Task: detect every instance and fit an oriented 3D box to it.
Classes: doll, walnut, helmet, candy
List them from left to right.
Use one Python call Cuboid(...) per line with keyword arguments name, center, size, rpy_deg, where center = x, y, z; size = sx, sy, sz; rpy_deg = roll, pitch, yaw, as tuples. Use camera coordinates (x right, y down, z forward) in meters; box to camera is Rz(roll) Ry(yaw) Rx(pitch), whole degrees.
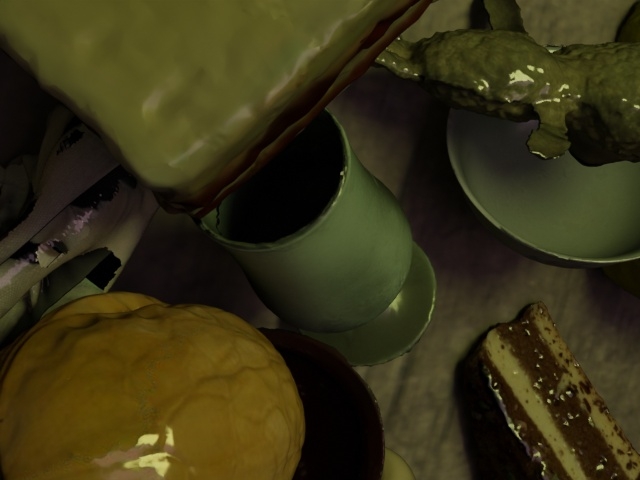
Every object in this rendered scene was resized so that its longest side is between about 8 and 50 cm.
Cuboid(name="candy", center=(-0.107, -0.169, 0.499), size=(0.321, 0.135, 0.179), rpy_deg=(42, 87, 3))
Cuboid(name="walnut", center=(-0.094, 0.104, 0.570), size=(0.207, 0.159, 0.159), rpy_deg=(-16, 112, -62))
Cuboid(name="helmet", center=(-0.034, 0.127, 0.711), size=(0.175, 0.106, 0.155), rpy_deg=(-37, 82, 13))
Cuboid(name="doll", center=(0.106, -0.104, 0.720), size=(0.286, 0.203, 0.091), rpy_deg=(-2, 119, -37))

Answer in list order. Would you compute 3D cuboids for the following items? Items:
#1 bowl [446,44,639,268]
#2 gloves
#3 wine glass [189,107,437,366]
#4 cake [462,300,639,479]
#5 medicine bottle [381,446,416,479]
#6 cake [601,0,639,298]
Cuboid(name="bowl", center=(0.176, -0.045, 0.820), size=(0.189, 0.189, 0.086), rpy_deg=(-32, 159, -24))
Cuboid(name="gloves", center=(-0.161, -0.002, 0.603), size=(0.212, 0.127, 0.111), rpy_deg=(-44, 149, 3))
Cuboid(name="wine glass", center=(0.000, 0.000, 0.656), size=(0.103, 0.103, 0.231), rpy_deg=(-59, 156, -9))
Cuboid(name="cake", center=(0.178, 0.188, 0.922), size=(0.112, 0.135, 0.246), rpy_deg=(-33, 88, -37))
Cuboid(name="medicine bottle", center=(0.048, 0.272, 0.810), size=(0.114, 0.114, 0.252), rpy_deg=(-34, 118, -23))
Cuboid(name="cake", center=(0.330, -0.069, 0.901), size=(0.179, 0.156, 0.260), rpy_deg=(2, 101, -28))
